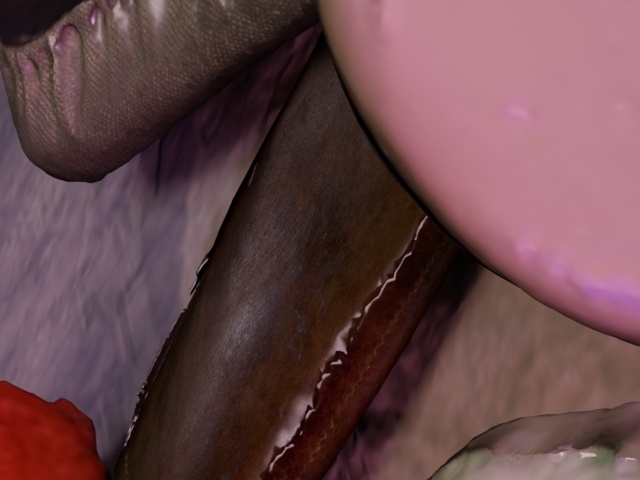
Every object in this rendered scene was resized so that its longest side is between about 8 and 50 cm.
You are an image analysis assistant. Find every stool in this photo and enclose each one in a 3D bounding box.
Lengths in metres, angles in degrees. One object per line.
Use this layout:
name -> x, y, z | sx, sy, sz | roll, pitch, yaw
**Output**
stool -> -0.096, -0.214, 0.686 | 0.310, 0.226, 0.310 | -30, 46, 56

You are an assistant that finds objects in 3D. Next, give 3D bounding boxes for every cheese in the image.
cheese -> 0.111, -0.066, 0.342 | 0.286, 0.163, 0.082 | -19, 23, 52

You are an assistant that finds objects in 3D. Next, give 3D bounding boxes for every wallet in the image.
wallet -> 0.000, 0.000, 0.612 | 0.255, 0.031, 0.137 | -60, 24, 17

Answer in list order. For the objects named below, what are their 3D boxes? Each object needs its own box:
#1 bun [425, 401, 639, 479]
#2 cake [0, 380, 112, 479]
bun -> 0.073, 0.118, 0.325 | 0.195, 0.118, 0.195 | -30, 55, 55
cake -> -0.231, 0.223, 0.665 | 0.319, 0.270, 0.269 | -57, 32, 31
